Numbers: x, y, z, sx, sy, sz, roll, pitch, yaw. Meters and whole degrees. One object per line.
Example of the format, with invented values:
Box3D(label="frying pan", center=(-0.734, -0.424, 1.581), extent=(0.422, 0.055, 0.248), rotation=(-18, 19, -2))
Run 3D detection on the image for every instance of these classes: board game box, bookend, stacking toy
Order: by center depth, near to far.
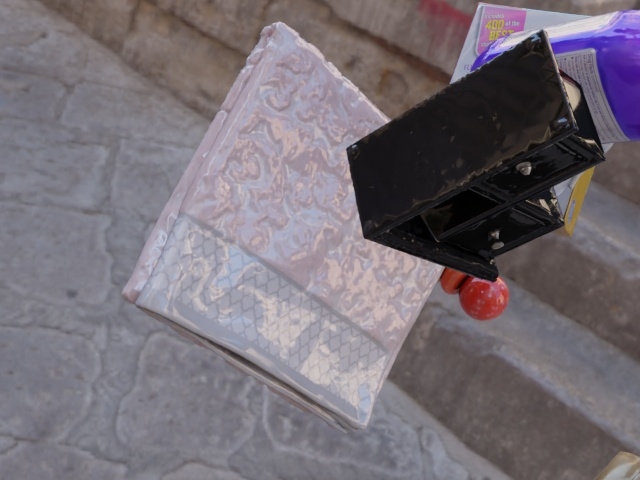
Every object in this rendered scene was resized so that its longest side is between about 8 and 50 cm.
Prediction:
Box3D(label="bookend", center=(0.129, -0.045, 0.597), extent=(0.157, 0.156, 0.072), rotation=(19, 53, -46))
Box3D(label="board game box", center=(0.301, -0.185, 1.309), extent=(0.242, 0.316, 0.064), rotation=(17, -8, 30))
Box3D(label="stacking toy", center=(0.216, 0.019, 1.629), extent=(0.141, 0.141, 0.330), rotation=(-13, 50, -43))

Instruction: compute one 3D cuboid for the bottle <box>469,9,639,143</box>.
Box3D(label="bottle", center=(0.274, -0.148, 0.802), extent=(0.283, 0.118, 0.092), rotation=(0, 39, 49))

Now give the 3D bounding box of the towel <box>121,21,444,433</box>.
Box3D(label="towel", center=(0.000, 0.000, 0.905), extent=(0.332, 0.316, 0.053), rotation=(37, -18, -35))

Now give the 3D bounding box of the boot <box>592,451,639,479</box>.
Box3D(label="boot", center=(0.261, 0.334, 0.995), extent=(0.270, 0.089, 0.236), rotation=(-37, 50, -17))

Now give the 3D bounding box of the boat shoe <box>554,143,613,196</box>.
Box3D(label="boat shoe", center=(0.300, -0.155, 1.018), extent=(0.135, 0.156, 0.367), rotation=(52, 42, 0))
